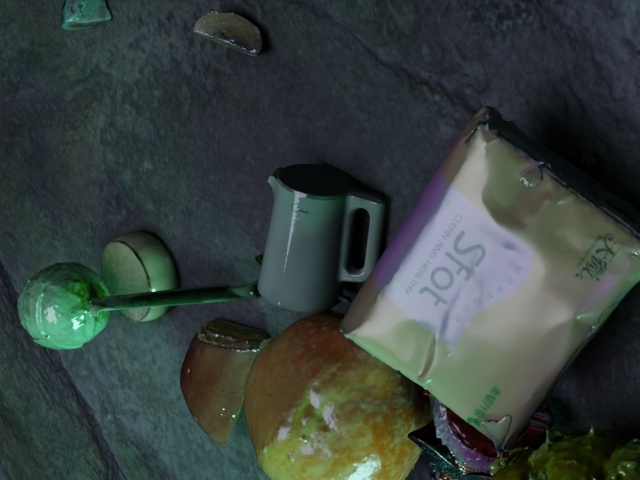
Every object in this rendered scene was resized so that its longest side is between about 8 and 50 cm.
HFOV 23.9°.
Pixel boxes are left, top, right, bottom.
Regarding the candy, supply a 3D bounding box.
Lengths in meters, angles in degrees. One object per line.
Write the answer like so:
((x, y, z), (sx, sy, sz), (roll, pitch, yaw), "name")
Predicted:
((-0.230, 0.078, 1.913), (0.439, 0.119, 0.119), (-5, 101, 44), "candy")

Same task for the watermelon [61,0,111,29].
((-0.300, -0.294, 1.948), (0.061, 0.085, 0.085), (17, 123, 5), "watermelon")

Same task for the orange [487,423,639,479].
((0.268, 0.324, 1.412), (0.300, 0.223, 0.301), (24, 118, 23), "orange")

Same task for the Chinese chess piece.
((-0.242, 0.048, 2.022), (0.122, 0.051, 0.122), (24, 124, 42), "Chinese chess piece")

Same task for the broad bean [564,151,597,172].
((0.178, -0.011, 1.527), (0.060, 0.043, 0.297), (48, 135, 11), "broad bean")

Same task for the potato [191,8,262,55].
((-0.099, -0.241, 1.760), (0.093, 0.036, 0.037), (22, 85, 22), "potato")

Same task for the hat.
((0.150, 0.213, 1.599), (0.227, 0.140, 0.129), (114, 154, -55), "hat")

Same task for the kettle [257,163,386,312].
((-0.005, 0.001, 1.699), (0.127, 0.098, 0.148), (35, 126, 42), "kettle")

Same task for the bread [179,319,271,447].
((-0.131, 0.165, 1.927), (0.119, 0.067, 0.192), (44, 133, 28), "bread")

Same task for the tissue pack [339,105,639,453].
((0.170, 0.036, 1.429), (0.215, 0.123, 0.257), (36, 111, 9), "tissue pack")

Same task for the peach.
((0.020, 0.175, 1.656), (0.232, 0.232, 0.233), (21, 120, 42), "peach")

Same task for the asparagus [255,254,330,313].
((-0.024, 0.064, 1.806), (0.163, 0.016, 0.016), (38, 112, 34), "asparagus")
